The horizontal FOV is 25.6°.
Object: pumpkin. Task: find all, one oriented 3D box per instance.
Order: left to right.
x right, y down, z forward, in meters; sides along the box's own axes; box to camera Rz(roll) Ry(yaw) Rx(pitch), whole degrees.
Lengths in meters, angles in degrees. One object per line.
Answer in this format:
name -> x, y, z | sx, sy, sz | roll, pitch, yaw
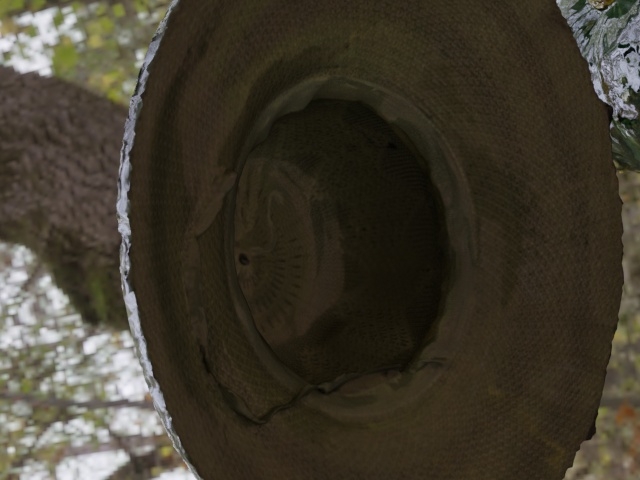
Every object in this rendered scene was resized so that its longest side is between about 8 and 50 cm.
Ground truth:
pumpkin -> 0.227, -0.135, 0.908 | 0.146, 0.190, 0.190 | 4, -106, -35

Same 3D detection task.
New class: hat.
hat -> 0.000, 0.000, 0.531 | 0.252, 0.110, 0.252 | 5, -98, -42
